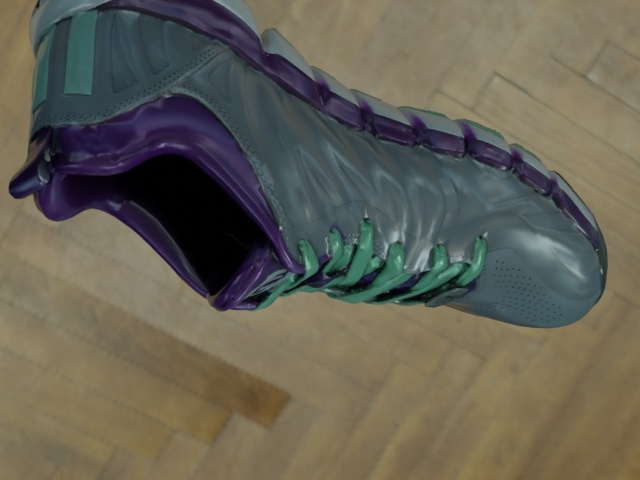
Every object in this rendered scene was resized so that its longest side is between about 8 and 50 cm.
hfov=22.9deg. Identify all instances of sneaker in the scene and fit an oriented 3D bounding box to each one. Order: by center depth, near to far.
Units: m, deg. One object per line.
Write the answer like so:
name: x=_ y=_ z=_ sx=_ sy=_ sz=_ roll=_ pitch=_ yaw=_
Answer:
sneaker: x=0.000 y=0.000 z=0.510 sx=0.223 sy=0.098 sz=0.083 roll=26 pitch=138 yaw=-24
